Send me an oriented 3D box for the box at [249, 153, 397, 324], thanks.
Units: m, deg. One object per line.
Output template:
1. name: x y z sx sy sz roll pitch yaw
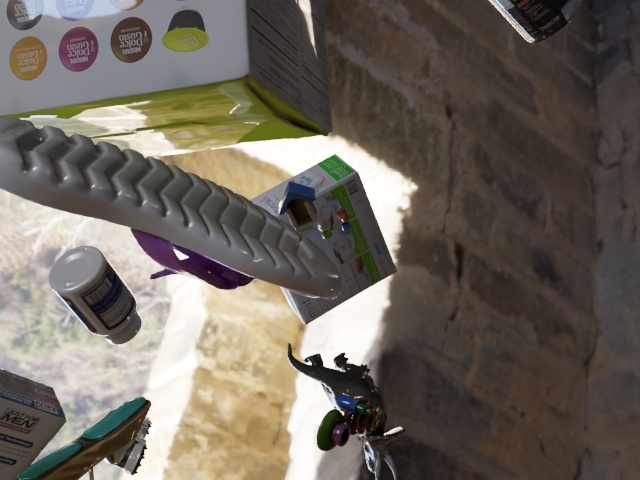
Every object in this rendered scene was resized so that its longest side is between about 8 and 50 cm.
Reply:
1. box: 0.000 0.000 1.611 0.231 0.127 0.262 -30 122 -8

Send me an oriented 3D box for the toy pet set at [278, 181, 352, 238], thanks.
1. toy pet set: -0.025 -0.044 1.175 0.122 0.114 0.065 -23 114 9

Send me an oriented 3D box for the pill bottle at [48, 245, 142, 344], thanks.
1. pill bottle: -0.354 0.094 1.265 0.094 0.094 0.169 1 141 20

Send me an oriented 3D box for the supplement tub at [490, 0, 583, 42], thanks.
1. supplement tub: 0.316 -0.416 1.247 0.190 0.117 0.117 41 141 -19

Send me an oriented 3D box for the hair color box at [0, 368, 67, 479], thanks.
1. hair color box: -0.645 0.400 1.431 0.174 0.347 0.105 36 -174 -44

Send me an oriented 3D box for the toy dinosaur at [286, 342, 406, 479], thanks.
1. toy dinosaur: 0.059 0.267 1.369 0.160 0.121 0.313 38 161 55

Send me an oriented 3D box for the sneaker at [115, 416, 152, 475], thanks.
1. sneaker: -0.394 0.384 1.551 0.106 0.078 0.234 24 180 -11

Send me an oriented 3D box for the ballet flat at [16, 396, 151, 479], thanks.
1. ballet flat: -0.347 0.324 1.191 0.080 0.232 0.073 -1 114 50

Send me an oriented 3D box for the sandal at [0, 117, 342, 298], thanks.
1. sandal: -0.172 -0.014 0.858 0.416 0.169 0.102 23 110 -20

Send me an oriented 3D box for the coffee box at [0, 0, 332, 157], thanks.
1. coffee box: -0.196 -0.304 1.031 0.338 0.334 0.338 -5 176 16

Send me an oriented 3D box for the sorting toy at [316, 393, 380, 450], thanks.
1. sorting toy: 0.039 0.216 0.936 0.042 0.102 0.061 15 111 32
